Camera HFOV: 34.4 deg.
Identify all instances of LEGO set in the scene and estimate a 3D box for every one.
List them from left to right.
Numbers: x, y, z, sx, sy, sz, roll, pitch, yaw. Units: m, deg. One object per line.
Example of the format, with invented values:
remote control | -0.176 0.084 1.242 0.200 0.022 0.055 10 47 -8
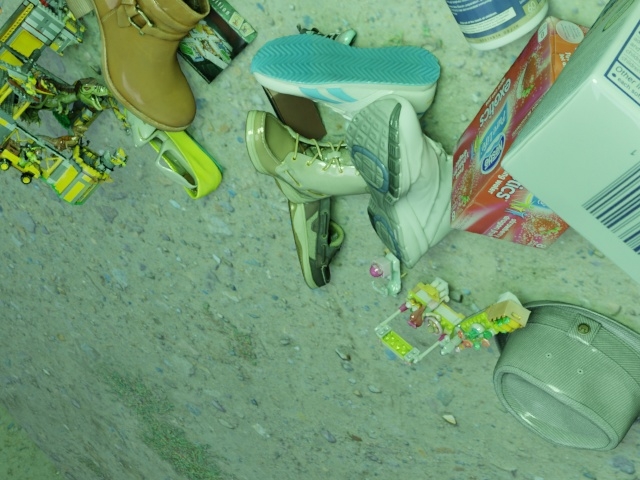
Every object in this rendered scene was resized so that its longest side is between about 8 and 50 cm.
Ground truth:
LEGO set | -0.374 -0.230 1.521 0.255 0.331 0.192 39 109 -24
LEGO set | 0.169 0.120 1.476 0.287 0.107 0.132 22 139 49

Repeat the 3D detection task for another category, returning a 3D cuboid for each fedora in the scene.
fedora | 0.354 0.208 1.454 0.275 0.124 0.244 30 147 13

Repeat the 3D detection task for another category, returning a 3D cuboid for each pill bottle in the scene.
pill bottle | 0.159 -0.290 1.065 0.094 0.094 0.169 -5 128 46

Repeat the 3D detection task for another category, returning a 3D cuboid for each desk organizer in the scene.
desk organizer | -0.037 -0.184 1.421 0.047 0.050 0.130 58 177 34

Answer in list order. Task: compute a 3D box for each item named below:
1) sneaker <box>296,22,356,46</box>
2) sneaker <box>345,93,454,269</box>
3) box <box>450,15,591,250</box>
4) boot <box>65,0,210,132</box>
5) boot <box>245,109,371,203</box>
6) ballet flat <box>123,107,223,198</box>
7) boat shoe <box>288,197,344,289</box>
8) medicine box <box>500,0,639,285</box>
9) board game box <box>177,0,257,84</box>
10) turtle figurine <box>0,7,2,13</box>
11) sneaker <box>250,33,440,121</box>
sneaker | -0.001 -0.255 1.313 0.069 0.038 0.098 42 146 -7
sneaker | 0.117 -0.089 1.306 0.111 0.129 0.297 51 169 31
box | 0.249 -0.108 1.138 0.128 0.123 0.257 13 149 -12
boot | -0.208 -0.281 1.387 0.220 0.109 0.283 -8 117 46
boot | 0.005 -0.114 1.381 0.165 0.077 0.213 -1 156 23
ballet flat | -0.248 -0.158 1.632 0.231 0.077 0.077 48 147 -15
boat shoe | 0.000 -0.001 1.586 0.073 0.080 0.224 -8 141 6
medicine box | 0.351 -0.103 0.928 0.263 0.289 0.149 40 145 -2
board game box | -0.212 -0.341 1.422 0.260 0.030 0.136 45 149 -10
turtle figurine | -0.397 -0.423 1.397 0.269 0.087 0.217 15 117 55
sneaker | 0.027 -0.190 1.267 0.228 0.087 0.092 8 146 2
